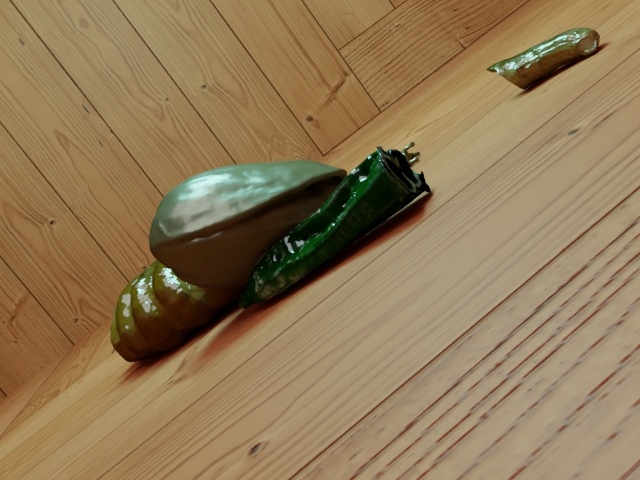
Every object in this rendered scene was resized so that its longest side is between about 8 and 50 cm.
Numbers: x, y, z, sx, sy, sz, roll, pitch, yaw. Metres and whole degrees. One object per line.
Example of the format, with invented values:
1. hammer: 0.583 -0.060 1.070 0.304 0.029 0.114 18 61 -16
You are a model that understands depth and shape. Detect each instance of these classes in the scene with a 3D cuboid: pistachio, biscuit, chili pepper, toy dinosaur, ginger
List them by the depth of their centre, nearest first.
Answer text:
1. chili pepper: 0.000 0.000 0.686 0.227 0.059 0.088 -40 -11 22
2. pistachio: -0.069 -0.022 0.748 0.226 0.136 0.136 -15 5 -10
3. ginger: 0.253 -0.204 0.798 0.057 0.044 0.137 -4 -11 -44
4. toy dinosaur: 0.092 -0.094 0.884 0.113 0.026 0.041 -31 -3 -36
5. biscuit: -0.150 0.034 0.950 0.326 0.107 0.326 -36 5 3
